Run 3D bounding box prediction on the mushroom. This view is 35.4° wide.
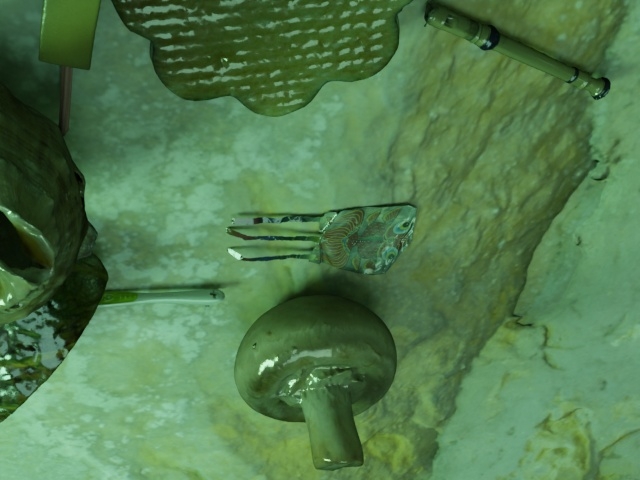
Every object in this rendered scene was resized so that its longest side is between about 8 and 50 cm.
[{"bbox_3d":[0.000,0.182,1.239,0.207,0.215,0.207,-9,148,-6],"label":"mushroom"}]

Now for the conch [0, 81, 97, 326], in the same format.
[{"bbox_3d":[-0.302,-0.039,0.913,0.186,0.324,0.263,-28,115,-43],"label":"conch"}]

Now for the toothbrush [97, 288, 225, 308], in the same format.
[{"bbox_3d":[-0.246,0.074,1.201,0.262,0.022,0.026,-1,141,-10],"label":"toothbrush"}]

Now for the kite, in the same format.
[{"bbox_3d":[0.000,0.002,1.184,0.229,0.016,0.127,0,135,-14],"label":"kite"}]

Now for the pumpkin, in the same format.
[{"bbox_3d":[-0.375,0.100,1.120,0.163,0.111,0.278,34,121,-26],"label":"pumpkin"}]

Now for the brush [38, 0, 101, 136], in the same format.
[{"bbox_3d":[-0.220,-0.175,0.867,0.047,0.103,0.233,5,147,-16],"label":"brush"}]

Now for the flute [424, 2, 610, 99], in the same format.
[{"bbox_3d":[0.198,-0.188,1.001,0.233,0.027,0.027,16,132,-28],"label":"flute"}]

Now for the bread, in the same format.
[{"bbox_3d":[-0.045,-0.204,0.901,0.286,0.056,0.207,-4,136,-9],"label":"bread"}]
